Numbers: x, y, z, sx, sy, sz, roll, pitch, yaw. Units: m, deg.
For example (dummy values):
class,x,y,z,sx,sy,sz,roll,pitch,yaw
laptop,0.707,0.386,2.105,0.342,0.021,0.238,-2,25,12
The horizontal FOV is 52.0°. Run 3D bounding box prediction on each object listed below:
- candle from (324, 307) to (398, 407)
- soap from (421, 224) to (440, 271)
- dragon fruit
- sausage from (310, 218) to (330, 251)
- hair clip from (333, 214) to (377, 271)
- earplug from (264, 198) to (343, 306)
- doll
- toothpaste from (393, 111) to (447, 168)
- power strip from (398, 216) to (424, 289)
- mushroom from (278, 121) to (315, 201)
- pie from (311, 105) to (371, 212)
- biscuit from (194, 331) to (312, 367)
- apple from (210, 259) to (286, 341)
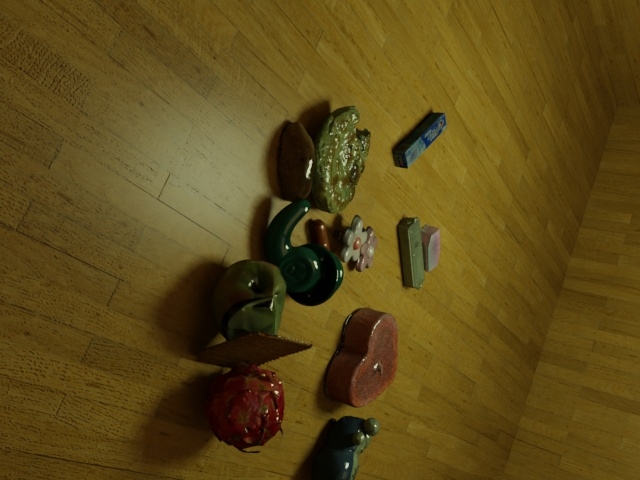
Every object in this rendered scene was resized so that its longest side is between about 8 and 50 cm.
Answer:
class,x,y,z,sx,sy,sz,roll,pitch,yaw
candle,0.160,0.394,2.092,0.317,0.131,0.287,-62,143,-17
soap,0.384,0.024,2.332,0.100,0.056,0.149,-28,121,-48
dragon fruit,-0.179,0.407,1.612,0.268,0.210,0.205,48,53,-71
sausage,0.000,0.000,1.845,0.039,0.041,0.131,-24,120,-22
hair clip,0.112,0.014,1.976,0.257,0.075,0.146,32,70,-56
earplug,-0.039,0.048,1.749,0.280,0.163,0.258,23,50,-63
doll,0.070,0.667,2.017,0.228,0.154,0.259,112,0,-59
toothpaste,0.333,-0.336,2.169,0.272,0.053,0.066,-46,132,-36
power strip,0.314,0.045,2.252,0.078,0.052,0.272,-35,127,-42
mushroom,-0.058,-0.195,1.683,0.072,0.094,0.210,-15,115,-53
pie,0.054,-0.219,1.814,0.302,0.066,0.303,-38,134,-53
biscuit,-0.168,0.267,1.576,0.236,0.232,0.013,26,48,-51
apple,-0.170,0.154,1.568,0.207,0.173,0.188,-51,163,-37
